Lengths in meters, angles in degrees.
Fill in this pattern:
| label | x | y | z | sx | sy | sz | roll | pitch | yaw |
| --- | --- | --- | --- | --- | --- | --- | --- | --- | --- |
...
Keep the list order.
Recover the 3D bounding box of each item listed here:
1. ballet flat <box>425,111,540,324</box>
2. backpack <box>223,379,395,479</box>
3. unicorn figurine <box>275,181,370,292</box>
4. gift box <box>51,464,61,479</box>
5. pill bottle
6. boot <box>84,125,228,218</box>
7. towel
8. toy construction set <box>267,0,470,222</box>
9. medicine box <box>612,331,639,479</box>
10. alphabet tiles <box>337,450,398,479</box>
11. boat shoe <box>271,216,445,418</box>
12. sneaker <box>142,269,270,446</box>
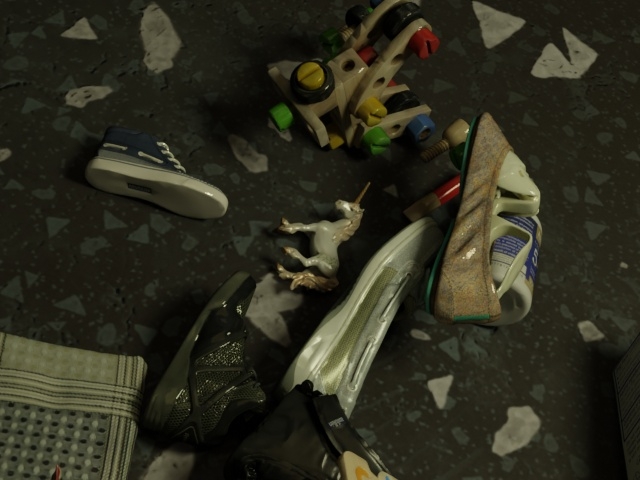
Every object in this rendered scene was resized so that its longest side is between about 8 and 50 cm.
| label | x | y | z | sx | sy | sz | roll | pitch | yaw |
| --- | --- | --- | --- | --- | --- | --- | --- | --- | --- |
| ballet flat | 0.214 | -0.026 | 1.442 | 0.106 | 0.107 | 0.316 | 7 | 58 | 18 |
| backpack | 0.001 | 0.266 | 1.283 | 0.182 | 0.115 | 0.152 | 39 | 68 | 10 |
| unicorn figurine | 0.000 | 0.000 | 1.524 | 0.111 | 0.060 | 0.162 | 8 | 69 | -11 |
| gift box | -0.149 | 0.341 | 1.055 | 0.258 | 0.276 | 0.255 | -1 | 65 | -16 |
| pill bottle | 0.235 | 0.010 | 1.544 | 0.112 | 0.112 | 0.186 | 19 | 52 | -2 |
| boot | -0.204 | -0.094 | 1.519 | 0.190 | 0.069 | 0.086 | 17 | 54 | -1 |
| towel | -0.366 | 0.220 | 1.247 | 0.324 | 0.056 | 0.312 | 12 | 52 | -6 |
| toy construction set | 0.061 | -0.161 | 1.591 | 0.237 | 0.257 | 0.309 | -35 | 89 | -15 |
| medicine box | 0.517 | 0.247 | 1.405 | 0.263 | 0.149 | 0.289 | 14 | 43 | -7 |
| alphabet tiles | 0.088 | 0.346 | 1.132 | 0.284 | 0.021 | 0.278 | 37 | 27 | -35 |
| boat shoe | 0.067 | 0.099 | 1.432 | 0.103 | 0.118 | 0.320 | 38 | 57 | 5 |
| sneaker | -0.104 | 0.145 | 1.363 | 0.130 | 0.087 | 0.227 | 25 | 54 | 1 |
